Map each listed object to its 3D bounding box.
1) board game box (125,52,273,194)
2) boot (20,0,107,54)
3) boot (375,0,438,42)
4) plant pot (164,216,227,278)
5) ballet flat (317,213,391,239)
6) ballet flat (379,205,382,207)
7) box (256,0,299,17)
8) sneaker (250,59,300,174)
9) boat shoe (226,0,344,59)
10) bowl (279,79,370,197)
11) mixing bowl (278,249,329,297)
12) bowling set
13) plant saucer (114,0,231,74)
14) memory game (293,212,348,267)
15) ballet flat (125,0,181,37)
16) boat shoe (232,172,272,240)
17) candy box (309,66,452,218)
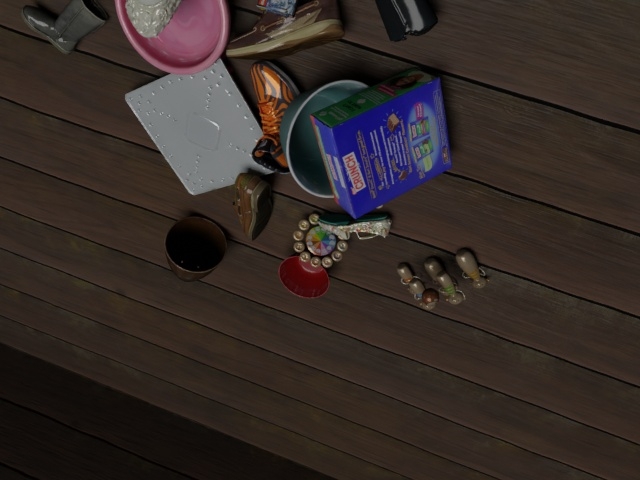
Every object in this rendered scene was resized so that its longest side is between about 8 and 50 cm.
[{"bbox_3d":[-0.354,-0.346,1.827,0.390,0.050,0.390,-11,123,31],"label":"board game box"},{"bbox_3d":[-0.745,-0.655,1.713,0.190,0.076,0.209,37,142,-29],"label":"boot"},{"bbox_3d":[0.218,-0.582,1.333,0.247,0.094,0.207,-16,117,42],"label":"boot"},{"bbox_3d":[-0.467,0.059,2.147,0.215,0.215,0.230,31,149,-4],"label":"plant pot"},{"bbox_3d":[0.106,-0.039,1.856,0.241,0.091,0.077,0,114,21],"label":"ballet flat"},{"bbox_3d":[0.114,-0.147,1.794,0.173,0.049,0.057,33,135,-6],"label":"ballet flat"},{"bbox_3d":[-0.089,-0.618,1.429,0.094,0.027,0.137,18,91,10],"label":"box"},{"bbox_3d":[-0.131,-0.326,1.642,0.125,0.180,0.321,1,130,44],"label":"sneaker"},{"bbox_3d":[-0.100,-0.547,1.513,0.342,0.123,0.123,-4,97,33],"label":"boat shoe"},{"bbox_3d":[0.015,-0.288,1.582,0.163,0.312,0.311,41,156,52],"label":"bowl"},{"bbox_3d":[-0.043,0.100,2.041,0.182,0.098,0.181,11,128,14],"label":"mixing bowl"},{"bbox_3d":[0.365,0.163,1.860,0.287,0.199,0.154,-14,123,37],"label":"bowling set"},{"bbox_3d":[-0.382,-0.613,1.566,0.332,0.084,0.332,10,126,15],"label":"plant saucer"},{"bbox_3d":[0.000,0.000,1.930,0.186,0.012,0.186,0,99,2],"label":"memory game"},{"bbox_3d":[-0.363,-0.677,1.377,0.147,0.147,0.408,31,107,-4],"label":"ballet flat"},{"bbox_3d":[-0.226,-0.116,1.925,0.104,0.110,0.307,32,147,10],"label":"boat shoe"},{"bbox_3d":[0.163,-0.249,1.508,0.122,0.317,0.268,42,155,51],"label":"candy box"}]
